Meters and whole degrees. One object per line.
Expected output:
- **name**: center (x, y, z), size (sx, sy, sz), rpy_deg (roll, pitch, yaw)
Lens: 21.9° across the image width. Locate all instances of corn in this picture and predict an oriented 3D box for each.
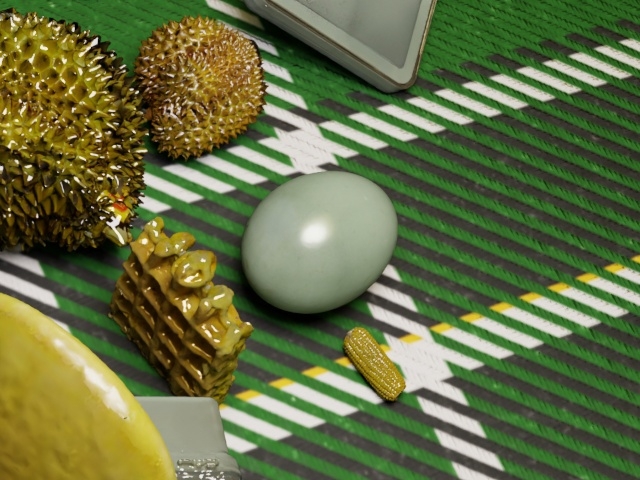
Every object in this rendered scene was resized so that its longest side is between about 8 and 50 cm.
- **corn**: center (0.059, 0.136, 1.826), size (0.037, 0.037, 0.092), rpy_deg (-31, 75, -30)

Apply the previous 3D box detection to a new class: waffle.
- **waffle**: center (-0.140, 0.073, 1.699), size (0.055, 0.211, 0.160), rpy_deg (-33, 74, -30)

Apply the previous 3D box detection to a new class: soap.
- **soap**: center (-0.272, 0.221, 1.458), size (0.306, 0.427, 0.115), rpy_deg (45, 44, 12)

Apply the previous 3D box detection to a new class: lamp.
- **lamp**: center (0.040, -0.347, 2.007), size (0.266, 0.047, 0.269), rpy_deg (28, 68, -33)

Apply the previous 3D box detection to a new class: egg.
- **egg**: center (0.000, 0.000, 1.821), size (0.192, 0.149, 0.149), rpy_deg (-33, 73, -30)

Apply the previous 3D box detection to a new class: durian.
- **durian**: center (-0.141, -0.181, 1.904), size (0.168, 0.137, 0.158), rpy_deg (-31, 93, -21)
- **durian**: center (-0.310, -0.109, 1.755), size (0.293, 0.258, 0.258), rpy_deg (17, 55, -25)

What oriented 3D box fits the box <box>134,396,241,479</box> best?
- **box**: center (-0.190, 0.234, 1.629), size (0.210, 0.148, 0.129), rpy_deg (2, 51, -18)
